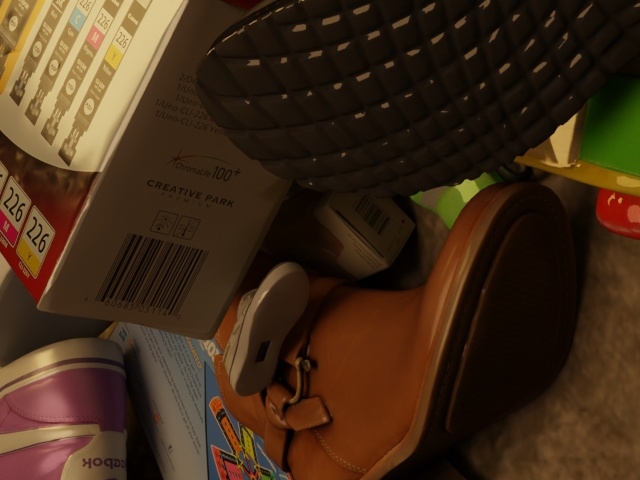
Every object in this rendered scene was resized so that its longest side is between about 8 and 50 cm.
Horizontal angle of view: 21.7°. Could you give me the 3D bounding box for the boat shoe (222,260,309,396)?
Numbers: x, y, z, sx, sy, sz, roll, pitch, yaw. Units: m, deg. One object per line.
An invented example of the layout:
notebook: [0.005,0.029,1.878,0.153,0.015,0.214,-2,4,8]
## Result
boat shoe: [-0.036,0.045,0.977,0.035,0.035,0.100,55,141,37]

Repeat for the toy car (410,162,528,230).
toy car: [0.056,-0.094,0.994,0.239,0.053,0.225,-51,51,42]

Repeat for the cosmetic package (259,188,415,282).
cosmetic package: [0.000,0.000,1.063,0.060,0.041,0.115,44,144,-14]

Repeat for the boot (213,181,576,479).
boot: [0.032,0.053,0.992,0.220,0.109,0.284,39,135,40]

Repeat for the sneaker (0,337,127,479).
sneaker: [-0.250,0.196,1.309,0.282,0.102,0.161,-31,60,43]

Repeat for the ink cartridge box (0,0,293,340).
ink cartridge box: [-0.125,-0.140,1.025,0.309,0.130,0.272,44,113,45]

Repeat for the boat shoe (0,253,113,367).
boat shoe: [-0.188,-0.081,1.265,0.156,0.135,0.367,51,127,40]

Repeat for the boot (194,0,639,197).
boot: [0.109,-0.155,0.776,0.338,0.118,0.223,-18,34,32]

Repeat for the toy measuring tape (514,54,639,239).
toy measuring tape: [0.143,-0.067,0.838,0.330,0.121,0.121,25,111,59]

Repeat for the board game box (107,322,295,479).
board game box: [-0.074,0.140,1.206,0.145,0.027,0.281,-57,48,40]
